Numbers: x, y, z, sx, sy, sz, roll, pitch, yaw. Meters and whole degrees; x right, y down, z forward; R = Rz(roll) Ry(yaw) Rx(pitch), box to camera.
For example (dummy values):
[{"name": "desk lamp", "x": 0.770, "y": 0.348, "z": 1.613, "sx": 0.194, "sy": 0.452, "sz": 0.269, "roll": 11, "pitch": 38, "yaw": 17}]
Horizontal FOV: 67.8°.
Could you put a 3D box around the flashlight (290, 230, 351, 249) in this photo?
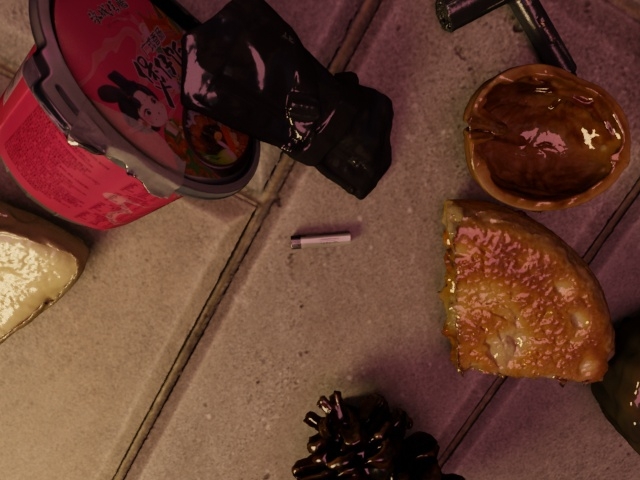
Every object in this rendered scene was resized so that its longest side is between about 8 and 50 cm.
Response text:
[{"name": "flashlight", "x": 0.000, "y": 0.000, "z": 0.656, "sx": 0.083, "sy": 0.018, "sz": 0.018, "roll": -4, "pitch": 105, "yaw": -1}]

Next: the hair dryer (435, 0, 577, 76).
[{"name": "hair dryer", "x": 0.255, "y": -0.246, "z": 0.588, "sx": 0.173, "sy": 0.050, "sz": 0.195, "roll": -25, "pitch": 108, "yaw": 8}]

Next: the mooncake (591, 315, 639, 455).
[{"name": "mooncake", "x": 0.507, "y": 0.201, "z": 0.676, "sx": 0.228, "sy": 0.124, "sz": 0.228, "roll": -1, "pitch": 100, "yaw": -3}]

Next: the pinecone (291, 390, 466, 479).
[{"name": "pinecone", "x": 0.075, "y": 0.338, "z": 0.644, "sx": 0.243, "sy": 0.243, "sz": 0.257, "roll": -3, "pitch": 100, "yaw": -1}]

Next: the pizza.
[{"name": "pizza", "x": 0.256, "y": 0.089, "z": 0.655, "sx": 0.335, "sy": 0.086, "sz": 0.226, "roll": 43, "pitch": 104, "yaw": -10}]

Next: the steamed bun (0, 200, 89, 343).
[{"name": "steamed bun", "x": -0.433, "y": 0.015, "z": 0.599, "sx": 0.231, "sy": 0.110, "sz": 0.212, "roll": -35, "pitch": 121, "yaw": 4}]

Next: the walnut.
[{"name": "walnut", "x": 0.264, "y": -0.122, "z": 0.596, "sx": 0.211, "sy": 0.087, "sz": 0.167, "roll": 15, "pitch": 97, "yaw": -8}]

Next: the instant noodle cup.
[{"name": "instant noodle cup", "x": -0.216, "y": -0.127, "z": 0.509, "sx": 0.181, "sy": 0.302, "sz": 0.258, "roll": -26, "pitch": 94, "yaw": 28}]

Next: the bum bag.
[{"name": "bum bag", "x": -0.015, "y": -0.153, "z": 0.538, "sx": 0.310, "sy": 0.074, "sz": 0.137, "roll": 22, "pitch": 85, "yaw": -44}]
